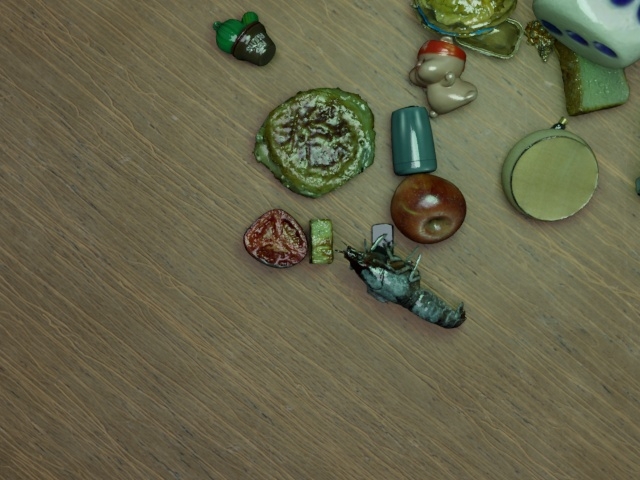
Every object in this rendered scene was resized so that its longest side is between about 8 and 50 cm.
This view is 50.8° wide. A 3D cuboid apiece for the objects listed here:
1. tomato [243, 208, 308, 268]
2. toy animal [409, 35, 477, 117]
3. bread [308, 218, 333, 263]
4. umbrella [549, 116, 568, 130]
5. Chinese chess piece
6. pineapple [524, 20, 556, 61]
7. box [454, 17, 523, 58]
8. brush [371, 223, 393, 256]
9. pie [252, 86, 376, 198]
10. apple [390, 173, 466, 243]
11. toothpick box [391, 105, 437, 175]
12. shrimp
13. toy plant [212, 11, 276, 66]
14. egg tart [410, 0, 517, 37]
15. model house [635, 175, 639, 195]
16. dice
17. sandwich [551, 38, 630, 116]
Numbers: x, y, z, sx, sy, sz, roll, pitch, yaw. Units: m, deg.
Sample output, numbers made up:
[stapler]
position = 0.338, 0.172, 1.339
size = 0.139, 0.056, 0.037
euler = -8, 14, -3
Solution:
[tomato]
position = -0.119, 0.004, 1.938
size = 0.166, 0.082, 0.174
euler = -44, 86, 8
[toy animal]
position = 0.329, -0.444, 1.809
size = 0.171, 0.171, 0.198
euler = -22, 94, 8
[bread]
position = 0.000, 0.000, 1.896
size = 0.069, 0.140, 0.128
euler = -2, 100, -1
[umbrella]
position = 0.625, -0.275, 1.844
size = 0.040, 0.037, 0.144
euler = 42, 102, 16
[Chinese chess piece]
position = 0.612, -0.173, 1.801
size = 0.250, 0.103, 0.250
euler = 1, 108, 3
[pineapple]
position = 0.607, -0.540, 1.819
size = 0.114, 0.077, 0.114
euler = 11, 110, 40
[box]
position = 0.450, -0.555, 1.809
size = 0.177, 0.111, 0.111
euler = 20, 97, 5
[brush]
position = 0.179, 0.047, 1.938
size = 0.063, 0.016, 0.193
euler = 0, 94, 8
[pie]
position = -0.012, -0.279, 1.892
size = 0.354, 0.103, 0.288
euler = -28, 97, 7
[apple]
position = 0.290, -0.092, 1.832
size = 0.201, 0.162, 0.201
euler = -6, 133, -6
[toothpick box]
position = 0.252, -0.274, 1.852
size = 0.120, 0.120, 0.184
euler = -7, 90, 8
[shrimp]
position = 0.226, 0.115, 1.860
size = 0.410, 0.166, 0.221
euler = 41, 126, 3
[toy plant]
position = -0.215, -0.576, 1.894
size = 0.200, 0.105, 0.143
euler = 41, 90, 14
[egg tart]
position = 0.373, -0.651, 1.753
size = 0.291, 0.107, 0.291
euler = -4, 57, 6
[model house]
position = 0.939, -0.199, 1.680
size = 0.243, 0.298, 0.284
euler = 10, 96, 6
[dice]
position = 0.676, -0.592, 1.534
size = 0.277, 0.304, 0.304
euler = 36, 102, 0
[sandwich]
position = 0.712, -0.444, 1.772
size = 0.186, 0.065, 0.215
euler = -12, 92, -18
